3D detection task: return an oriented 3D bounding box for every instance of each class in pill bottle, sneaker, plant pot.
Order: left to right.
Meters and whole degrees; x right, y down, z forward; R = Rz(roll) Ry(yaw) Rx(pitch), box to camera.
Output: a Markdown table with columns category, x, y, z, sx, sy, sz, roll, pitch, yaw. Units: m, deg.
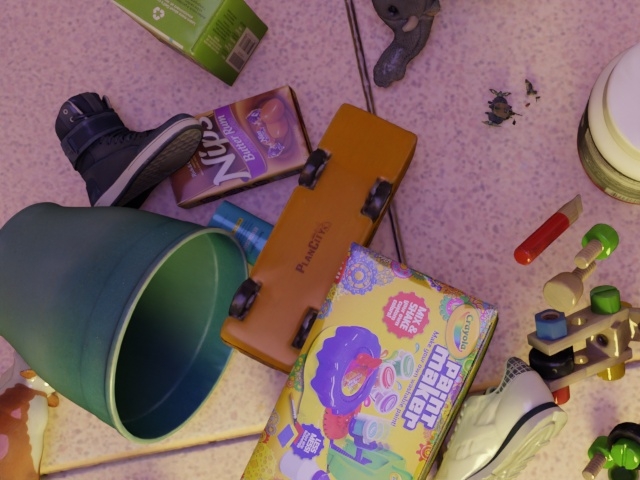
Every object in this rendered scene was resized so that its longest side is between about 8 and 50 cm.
| category | x | y | z | sx | sy | sz | roll | pitch | yaw |
| --- | --- | --- | --- | --- | --- | --- | --- | --- | --- |
| plant pot | -0.268 | 0.075 | 1.420 | 0.255 | 0.272 | 0.271 | 20 | 88 | 24 |
| sneaker | -0.252 | -0.140 | 1.479 | 0.226 | 0.086 | 0.163 | -37 | 75 | 39 |
| sneaker | 0.197 | 0.241 | 1.390 | 0.235 | 0.090 | 0.095 | -52 | 57 | 31 |
| pill bottle | 0.381 | -0.136 | 1.319 | 0.161 | 0.283 | 0.161 | -1 | 84 | 8 |

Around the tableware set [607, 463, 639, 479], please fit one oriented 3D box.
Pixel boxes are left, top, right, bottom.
| category | x | y | z | sx | sy | sz | roll | pitch | yaw |
| --- | --- | --- | --- | --- | --- | --- | --- | --- | --- |
| tableware set | 0.394 | 0.335 | 1.378 | 0.104 | 0.024 | 0.154 | -3 | 63 | 9 |

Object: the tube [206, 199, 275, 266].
| category | x | y | z | sx | sy | sz | roll | pitch | yaw |
| --- | --- | --- | --- | --- | --- | --- | --- | --- | --- |
| tube | -0.049 | 0.022 | 1.493 | 0.207 | 0.052 | 0.080 | 30 | 96 | 5 |

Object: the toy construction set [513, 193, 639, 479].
| category | x | y | z | sx | sy | sz | roll | pitch | yaw |
| --- | --- | --- | --- | --- | --- | --- | --- | --- | --- |
| toy construction set | 0.379 | 0.078 | 1.356 | 0.237 | 0.257 | 0.309 | -38 | 98 | -40 |

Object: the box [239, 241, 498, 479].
| category | x | y | z | sx | sy | sz | roll | pitch | yaw |
| --- | --- | --- | --- | --- | --- | --- | --- | --- | --- |
| box | 0.070 | 0.177 | 1.339 | 0.177 | 0.279 | 0.290 | 25 | 88 | 10 |

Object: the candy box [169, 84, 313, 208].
| category | x | y | z | sx | sy | sz | roll | pitch | yaw |
| --- | --- | --- | --- | --- | --- | --- | --- | --- | --- |
| candy box | -0.109 | -0.119 | 1.511 | 0.187 | 0.053 | 0.109 | -18 | 83 | 8 |

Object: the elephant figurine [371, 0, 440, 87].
| category | x | y | z | sx | sy | sz | roll | pitch | yaw |
| --- | --- | --- | --- | --- | --- | --- | --- | --- | --- |
| elephant figurine | 0.122 | -0.344 | 1.455 | 0.239 | 0.169 | 0.186 | -26 | 52 | 21 |

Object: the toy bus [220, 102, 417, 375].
| category | x | y | z | sx | sy | sz | roll | pitch | yaw |
| --- | --- | --- | --- | --- | --- | --- | --- | --- | --- |
| toy bus | 0.000 | 0.000 | 1.409 | 0.108 | 0.130 | 0.332 | 26 | 77 | 5 |

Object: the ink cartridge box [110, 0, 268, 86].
| category | x | y | z | sx | sy | sz | roll | pitch | yaw |
| --- | --- | --- | --- | --- | --- | --- | --- | --- | --- |
| ink cartridge box | -0.212 | -0.318 | 1.477 | 0.255 | 0.189 | 0.097 | 33 | 92 | 12 |

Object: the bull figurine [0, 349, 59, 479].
| category | x | y | z | sx | sy | sz | roll | pitch | yaw |
| --- | --- | --- | --- | --- | --- | --- | --- | --- | --- |
| bull figurine | -0.429 | 0.292 | 1.497 | 0.188 | 0.101 | 0.310 | -3 | 82 | 12 |

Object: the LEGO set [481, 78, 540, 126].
| category | x | y | z | sx | sy | sz | roll | pitch | yaw |
| --- | --- | --- | --- | --- | --- | --- | --- | --- | --- |
| LEGO set | 0.239 | -0.171 | 1.480 | 0.083 | 0.023 | 0.054 | -15 | 84 | -6 |
